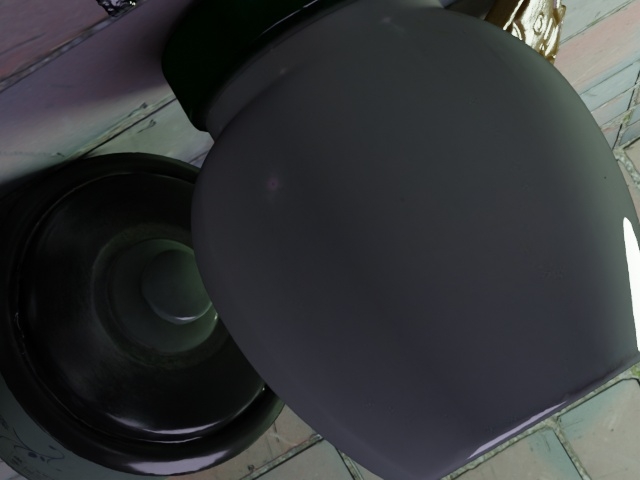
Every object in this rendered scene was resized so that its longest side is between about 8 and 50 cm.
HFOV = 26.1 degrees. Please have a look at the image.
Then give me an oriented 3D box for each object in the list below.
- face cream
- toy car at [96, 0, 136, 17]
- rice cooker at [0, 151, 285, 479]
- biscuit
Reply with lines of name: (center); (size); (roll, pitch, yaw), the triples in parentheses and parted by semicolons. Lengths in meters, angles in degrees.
face cream: (0.061, -0.027, 0.977); (0.312, 0.357, 0.219); (-26, 170, -24)
toy car: (-0.105, -0.165, 0.650); (0.080, 0.070, 0.171); (-32, 172, 10)
rice cooker: (-0.166, 0.077, 1.153); (0.317, 0.264, 0.316); (10, 156, 4)
biscuit: (0.187, -0.162, 1.331); (0.182, 0.034, 0.215); (-58, 157, -6)
